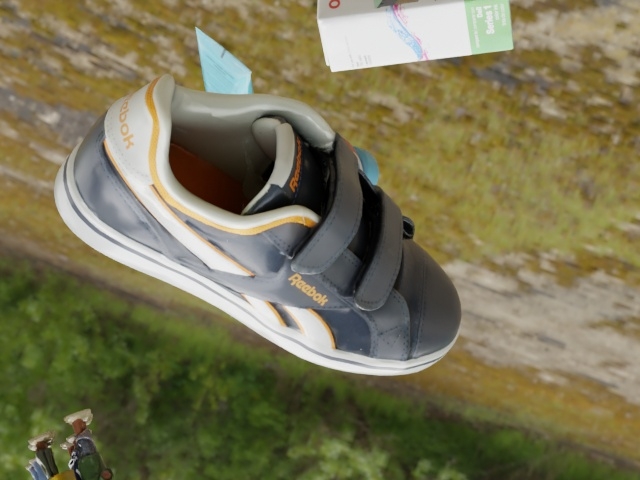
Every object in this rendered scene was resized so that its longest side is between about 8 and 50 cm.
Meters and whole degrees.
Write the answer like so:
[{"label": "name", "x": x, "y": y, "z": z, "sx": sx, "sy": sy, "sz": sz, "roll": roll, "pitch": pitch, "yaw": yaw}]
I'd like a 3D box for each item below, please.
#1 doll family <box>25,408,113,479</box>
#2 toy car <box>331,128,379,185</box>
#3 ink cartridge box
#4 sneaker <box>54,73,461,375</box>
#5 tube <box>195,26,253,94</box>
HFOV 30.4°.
[{"label": "doll family", "x": -0.208, "y": 0.221, "z": 0.993, "sx": 0.076, "sy": 0.111, "sz": 0.193, "roll": -20, "pitch": 165, "yaw": -17}, {"label": "toy car", "x": 0.000, "y": 0.000, "z": 1.521, "sx": 0.219, "sy": 0.210, "sz": 0.238, "roll": 6, "pitch": -133, "yaw": -59}, {"label": "ink cartridge box", "x": 0.138, "y": -0.375, "z": 1.750, "sx": 0.278, "sy": 0.201, "sz": 0.117, "roll": -5, "pitch": 145, "yaw": 10}, {"label": "sneaker", "x": -0.011, "y": -0.005, "z": 0.807, "sx": 0.321, "sy": 0.126, "sz": 0.127, "roll": 23, "pitch": 137, "yaw": -26}, {"label": "tube", "x": -0.094, "y": -0.139, "z": 1.252, "sx": 0.080, "sy": 0.052, "sz": 0.207, "roll": 36, "pitch": 159, "yaw": 19}]
